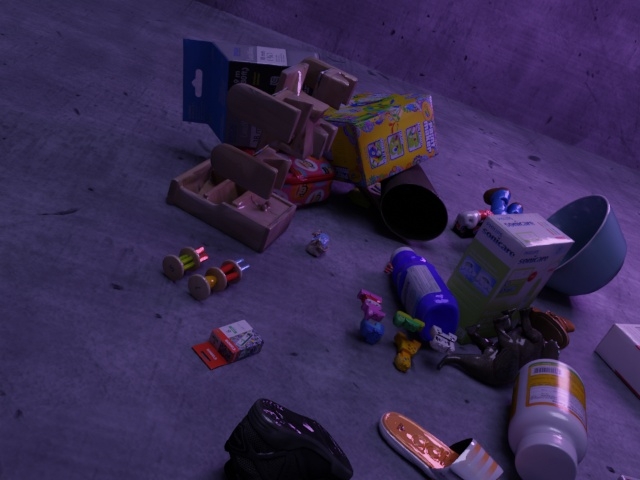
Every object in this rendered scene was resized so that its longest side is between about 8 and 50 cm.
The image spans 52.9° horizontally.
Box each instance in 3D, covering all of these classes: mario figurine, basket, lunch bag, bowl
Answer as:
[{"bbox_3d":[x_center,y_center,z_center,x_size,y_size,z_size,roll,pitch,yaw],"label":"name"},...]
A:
[{"bbox_3d":[0.489,-0.022,1.867,0.198,0.170,0.320,21,38,11],"label":"mario figurine"},{"bbox_3d":[0.245,-0.129,1.796,0.204,0.154,0.227,37,23,-21],"label":"basket"},{"bbox_3d":[-0.131,-0.201,1.727,0.258,0.120,0.293,-15,45,-44],"label":"lunch bag"},{"bbox_3d":[0.735,0.037,1.828,0.163,0.311,0.311,42,26,-11],"label":"bowl"}]

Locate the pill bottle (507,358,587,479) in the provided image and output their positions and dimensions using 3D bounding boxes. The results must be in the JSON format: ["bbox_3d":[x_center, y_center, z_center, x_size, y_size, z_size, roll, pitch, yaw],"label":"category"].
[{"bbox_3d":[0.422,0.340,1.195,0.136,0.136,0.245,28,29,8],"label":"pill bottle"}]

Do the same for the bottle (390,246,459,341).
[{"bbox_3d":[0.225,0.108,1.455,0.092,0.118,0.283,-4,29,-9],"label":"bottle"}]

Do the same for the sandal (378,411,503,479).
[{"bbox_3d":[0.218,0.360,1.071,0.265,0.076,0.102,33,30,16],"label":"sandal"}]

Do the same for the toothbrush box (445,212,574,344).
[{"bbox_3d":[0.409,0.084,1.465,0.206,0.283,0.122,-3,38,-42],"label":"toothbrush box"}]

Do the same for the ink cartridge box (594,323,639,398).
[{"bbox_3d":[0.847,0.301,1.619,0.237,0.100,0.172,5,33,-29],"label":"ink cartridge box"}]

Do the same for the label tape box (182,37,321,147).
[{"bbox_3d":[-0.179,-0.357,1.610,0.334,0.240,0.106,3,41,-9],"label":"label tape box"}]

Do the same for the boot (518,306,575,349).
[{"bbox_3d":[0.566,0.211,1.558,0.152,0.073,0.197,15,14,-29],"label":"boot"}]

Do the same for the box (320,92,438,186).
[{"bbox_3d":[0.125,-0.295,1.810,0.279,0.177,0.290,-26,26,-29],"label":"box"}]

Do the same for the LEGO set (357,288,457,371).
[{"bbox_3d":[0.159,0.201,1.293,0.227,0.087,0.093,26,31,-9],"label":"LEGO set"}]

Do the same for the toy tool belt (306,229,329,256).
[{"bbox_3d":[0.000,0.000,1.541,0.052,0.051,0.083,26,28,4],"label":"toy tool belt"}]

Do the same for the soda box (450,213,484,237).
[{"bbox_3d":[0.480,-0.049,1.977,0.169,0.060,0.053,-5,39,-42],"label":"soda box"}]

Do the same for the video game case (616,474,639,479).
[{"bbox_3d":[0.702,0.548,1.172,0.285,0.025,0.204,18,29,-11],"label":"video game case"}]

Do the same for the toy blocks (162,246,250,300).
[{"bbox_3d":[-0.222,0.051,1.285,0.123,0.054,0.148,35,30,18],"label":"toy blocks"}]

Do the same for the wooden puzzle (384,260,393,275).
[{"bbox_3d":[0.191,0.071,1.612,0.049,0.006,0.083,28,29,8],"label":"wooden puzzle"}]

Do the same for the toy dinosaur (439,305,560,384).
[{"bbox_3d":[0.400,0.236,1.364,0.314,0.121,0.160,-17,86,-32],"label":"toy dinosaur"}]

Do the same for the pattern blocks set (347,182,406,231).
[{"bbox_3d":[0.211,-0.121,1.932,0.285,0.026,0.325,-1,38,-38],"label":"pattern blocks set"}]

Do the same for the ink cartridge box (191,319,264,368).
[{"bbox_3d":[-0.162,0.182,1.134,0.063,0.029,0.115,41,32,28],"label":"ink cartridge box"}]

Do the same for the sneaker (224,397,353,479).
[{"bbox_3d":[-0.053,0.322,0.939,0.227,0.130,0.087,37,10,-41],"label":"sneaker"}]

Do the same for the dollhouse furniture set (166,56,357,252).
[{"bbox_3d":[-0.148,-0.216,1.429,0.256,0.394,0.362,28,31,8],"label":"dollhouse furniture set"}]
